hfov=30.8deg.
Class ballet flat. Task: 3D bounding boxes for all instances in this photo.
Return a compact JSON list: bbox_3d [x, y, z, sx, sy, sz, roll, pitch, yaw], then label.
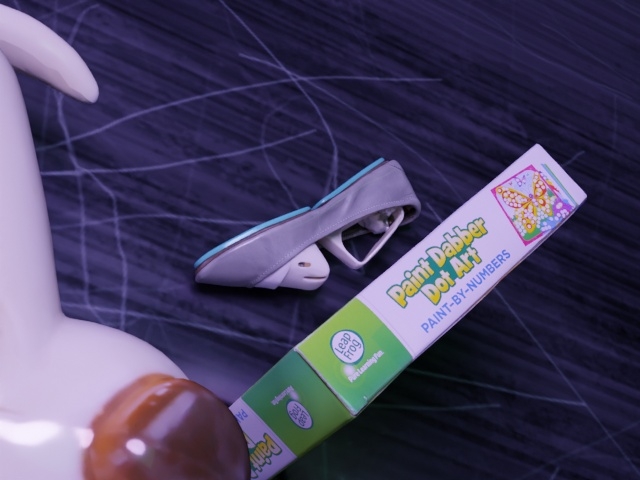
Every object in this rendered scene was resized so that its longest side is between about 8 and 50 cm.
[{"bbox_3d":[0.000,0.000,0.905,0.213,0.072,0.068,-30,84,-36],"label":"ballet flat"}]

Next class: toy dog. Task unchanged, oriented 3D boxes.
[{"bbox_3d":[-0.232,0.063,0.664,0.408,0.284,0.395,52,36,5],"label":"toy dog"}]

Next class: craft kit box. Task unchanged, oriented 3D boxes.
[{"bbox_3d":[0.029,0.068,0.773,0.061,0.250,0.246,47,53,3],"label":"craft kit box"}]
